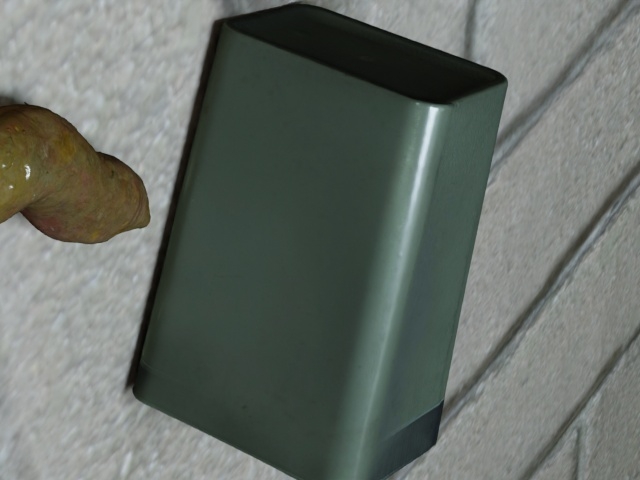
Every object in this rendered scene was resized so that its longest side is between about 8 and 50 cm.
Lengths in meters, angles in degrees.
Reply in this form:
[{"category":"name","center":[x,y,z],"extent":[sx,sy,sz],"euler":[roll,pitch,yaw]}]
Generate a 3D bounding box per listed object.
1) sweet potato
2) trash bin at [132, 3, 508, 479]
[{"category":"sweet potato","center":[-0.135,-0.032,0.975],"extent":[0.218,0.051,0.065],"euler":[11,99,-65]},{"category":"trash bin","center":[0.000,0.000,1.149],"extent":[0.122,0.164,0.240],"euler":[-23,130,-56]}]
